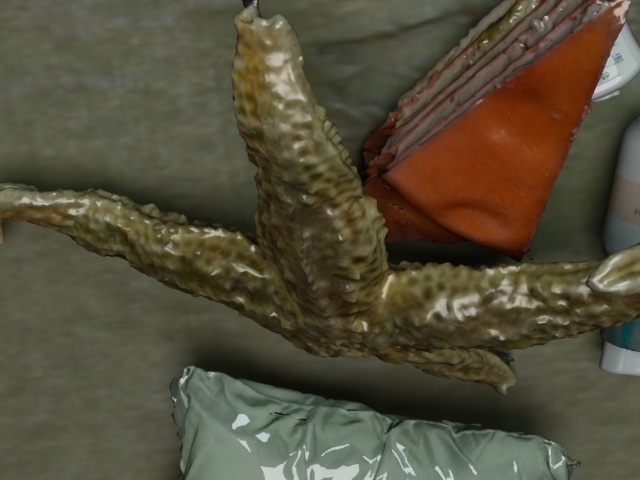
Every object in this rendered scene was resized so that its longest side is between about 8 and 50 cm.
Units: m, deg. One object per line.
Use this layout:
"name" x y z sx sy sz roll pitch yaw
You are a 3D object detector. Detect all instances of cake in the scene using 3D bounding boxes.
"cake" 0.136 -0.088 0.982 0.135 0.098 0.287 35 129 -7

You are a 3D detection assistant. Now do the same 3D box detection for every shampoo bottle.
"shampoo bottle" 0.234 0.009 1.057 0.074 0.074 0.192 8 109 -2
"shampoo bottle" 0.178 -0.140 1.021 0.072 0.043 0.099 -22 109 16

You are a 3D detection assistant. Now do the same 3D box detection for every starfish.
"starfish" 0.000 0.000 0.984 0.432 0.082 0.324 25 149 -10

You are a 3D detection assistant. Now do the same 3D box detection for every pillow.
"pillow" 0.021 0.240 1.107 0.310 0.138 0.283 7 109 1
